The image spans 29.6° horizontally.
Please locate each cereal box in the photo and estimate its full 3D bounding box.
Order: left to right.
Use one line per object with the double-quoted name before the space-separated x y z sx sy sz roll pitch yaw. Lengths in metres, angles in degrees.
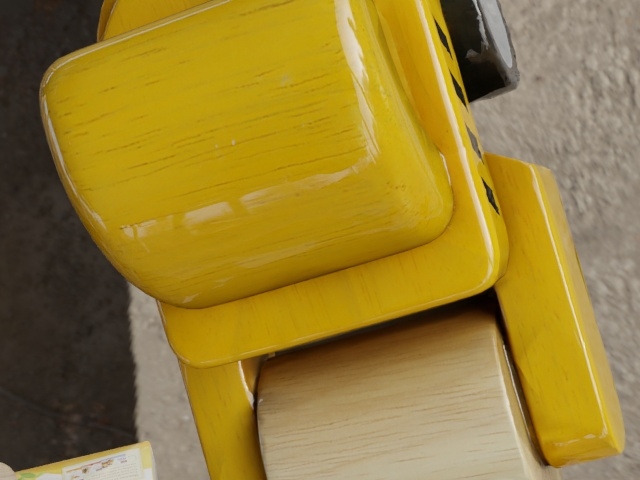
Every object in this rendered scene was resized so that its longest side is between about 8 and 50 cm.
"cereal box" -0.250 0.317 1.267 0.173 0.047 0.240 -12 31 -5

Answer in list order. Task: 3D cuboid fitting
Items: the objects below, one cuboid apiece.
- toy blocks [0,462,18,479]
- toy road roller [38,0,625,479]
"toy blocks" -0.402 0.194 0.781 0.260 0.309 0.288 -9 40 37
"toy road roller" 0.000 0.000 0.565 0.202 0.240 0.329 -17 89 17
